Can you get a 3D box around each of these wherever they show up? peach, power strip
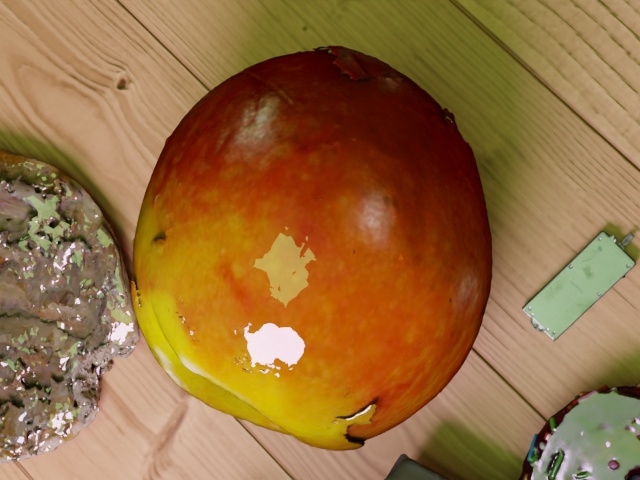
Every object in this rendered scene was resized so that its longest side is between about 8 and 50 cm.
[{"bbox_3d":[0.000,0.000,0.954,0.370,0.370,0.370,1,92,17],"label":"peach"},{"bbox_3d":[0.267,0.042,1.032,0.051,0.019,0.136,46,103,12],"label":"power strip"}]

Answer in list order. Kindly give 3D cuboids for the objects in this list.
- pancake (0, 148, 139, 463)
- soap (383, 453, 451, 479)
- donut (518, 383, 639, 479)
[{"bbox_3d":[-0.386,0.082,1.201,0.382,0.071,0.382,1,92,15],"label":"pancake"},{"bbox_3d":[0.015,0.434,0.880,0.213,0.435,0.350,33,119,18],"label":"soap"},{"bbox_3d":[0.311,0.249,0.989,0.235,0.089,0.235,1,92,18],"label":"donut"}]
